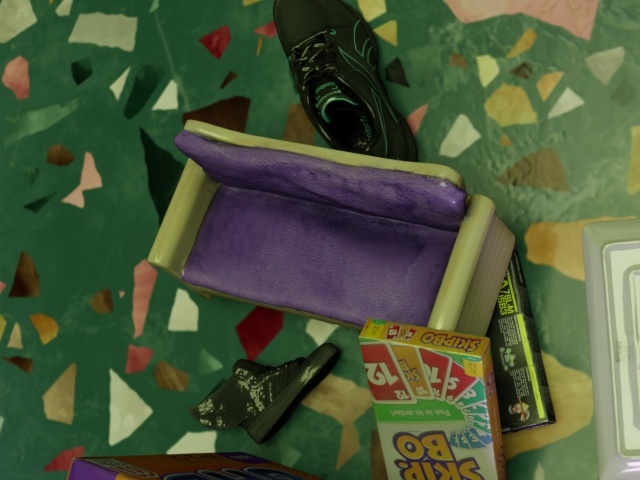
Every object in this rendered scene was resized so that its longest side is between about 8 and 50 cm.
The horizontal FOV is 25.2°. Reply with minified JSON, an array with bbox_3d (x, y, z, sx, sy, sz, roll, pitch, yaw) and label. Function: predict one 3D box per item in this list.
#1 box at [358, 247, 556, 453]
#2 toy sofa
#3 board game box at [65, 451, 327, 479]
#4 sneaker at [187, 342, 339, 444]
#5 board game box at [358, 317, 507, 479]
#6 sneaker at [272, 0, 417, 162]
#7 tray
[{"bbox_3d":[0.137,0.118,1.505,0.184,0.045,0.190,-16,76,17],"label":"box"},{"bbox_3d":[0.000,0.000,1.471,0.363,0.177,0.150,13,75,29],"label":"toy sofa"},{"bbox_3d":[-0.050,0.424,1.370,0.356,0.356,0.356,15,89,24],"label":"board game box"},{"bbox_3d":[-0.062,0.156,1.577,0.089,0.051,0.170,43,103,17],"label":"sneaker"},{"bbox_3d":[0.117,0.188,1.415,0.124,0.259,0.039,8,46,23],"label":"board game box"},{"bbox_3d":[0.020,-0.180,1.561,0.101,0.106,0.267,-36,70,16],"label":"sneaker"},{"bbox_3d":[0.339,0.107,1.431,0.145,0.030,0.270,-6,81,22],"label":"tray"}]
